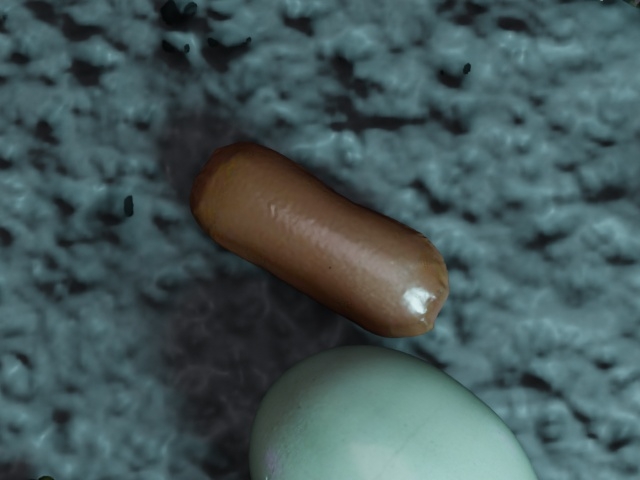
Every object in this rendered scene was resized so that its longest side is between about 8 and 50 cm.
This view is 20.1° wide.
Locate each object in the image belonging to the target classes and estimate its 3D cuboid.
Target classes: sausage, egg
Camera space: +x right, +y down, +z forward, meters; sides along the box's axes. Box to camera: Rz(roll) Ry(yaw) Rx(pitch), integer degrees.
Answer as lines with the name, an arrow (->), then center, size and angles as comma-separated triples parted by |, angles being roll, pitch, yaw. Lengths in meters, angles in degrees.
sausage -> 0.000, 0.000, 1.227 | 0.194, 0.077, 0.077 | 29, 80, 10
egg -> 0.051, 0.156, 1.143 | 0.209, 0.151, 0.151 | 35, 81, 11

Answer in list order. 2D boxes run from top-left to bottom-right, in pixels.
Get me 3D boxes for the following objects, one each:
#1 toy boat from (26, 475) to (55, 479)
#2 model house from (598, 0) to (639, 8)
toy boat -> -0.118, 0.212, 1.180 | 0.185, 0.075, 0.077 | 32, 89, 8
model house -> 0.206, -0.279, 1.211 | 0.204, 0.211, 0.243 | 15, 78, 9
